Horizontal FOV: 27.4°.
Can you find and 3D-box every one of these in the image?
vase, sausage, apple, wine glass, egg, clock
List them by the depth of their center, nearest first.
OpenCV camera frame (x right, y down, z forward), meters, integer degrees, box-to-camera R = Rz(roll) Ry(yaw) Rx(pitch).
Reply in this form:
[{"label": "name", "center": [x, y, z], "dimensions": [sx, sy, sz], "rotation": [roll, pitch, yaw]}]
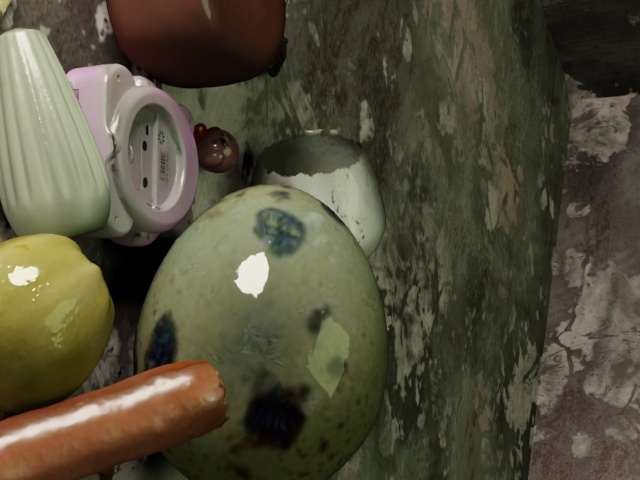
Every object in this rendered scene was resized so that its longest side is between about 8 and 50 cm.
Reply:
[{"label": "sausage", "center": [-0.289, 0.219, 1.365], "dimensions": [0.418, 0.094, 0.094], "rotation": [-18, 145, -28]}, {"label": "apple", "center": [-0.321, 0.087, 1.424], "dimensions": [0.200, 0.200, 0.200], "rotation": [-3, 90, -66]}, {"label": "vase", "center": [-0.325, -0.122, 1.531], "dimensions": [0.128, 0.128, 0.248], "rotation": [-18, 95, -65]}, {"label": "clock", "center": [-0.246, -0.106, 1.742], "dimensions": [0.248, 0.090, 0.228], "rotation": [14, 75, -67]}, {"label": "egg", "center": [-0.077, 0.136, 1.774], "dimensions": [0.345, 0.345, 0.428], "rotation": [11, 86, -65]}, {"label": "wine glass", "center": [0.000, 0.000, 2.119], "dimensions": [0.238, 0.238, 0.323], "rotation": [-52, 144, -56]}]

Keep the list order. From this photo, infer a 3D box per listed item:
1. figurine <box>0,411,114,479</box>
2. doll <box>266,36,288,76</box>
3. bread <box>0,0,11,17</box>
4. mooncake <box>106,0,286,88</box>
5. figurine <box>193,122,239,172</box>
[{"label": "figurine", "center": [-0.328, 0.288, 1.450], "dimensions": [0.189, 0.142, 0.263], "rotation": [38, 47, -13]}, {"label": "doll", "center": [-0.089, -0.337, 2.158], "dimensions": [0.165, 0.057, 0.139], "rotation": [-35, 118, -72]}, {"label": "bread", "center": [-0.395, -0.333, 1.503], "dimensions": [0.154, 0.028, 0.068], "rotation": [63, 33, -41]}, {"label": "mooncake", "center": [-0.180, -0.365, 1.813], "dimensions": [0.326, 0.174, 0.334], "rotation": [-64, 140, -53]}, {"label": "figurine", "center": [-0.155, -0.136, 1.971], "dimensions": [0.083, 0.071, 0.067], "rotation": [-22, 150, -57]}]
